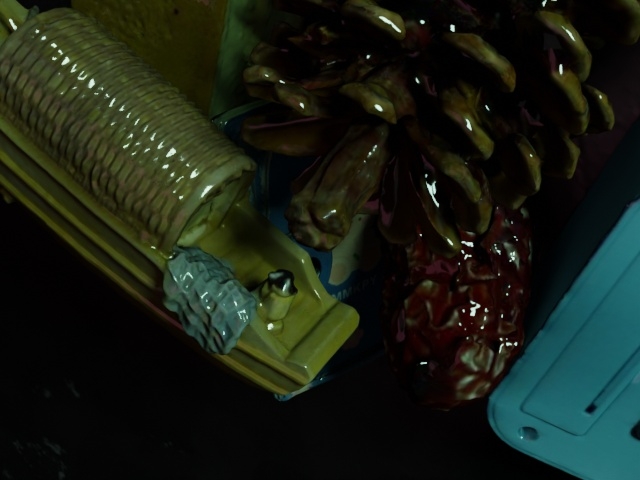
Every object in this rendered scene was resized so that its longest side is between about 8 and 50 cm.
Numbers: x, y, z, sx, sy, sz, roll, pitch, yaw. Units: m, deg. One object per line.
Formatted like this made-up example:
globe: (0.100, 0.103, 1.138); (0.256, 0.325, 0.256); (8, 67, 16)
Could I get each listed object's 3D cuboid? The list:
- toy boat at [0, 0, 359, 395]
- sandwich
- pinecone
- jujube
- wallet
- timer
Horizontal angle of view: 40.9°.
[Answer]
toy boat: (-0.107, -0.040, 0.475); (0.310, 0.089, 0.115); (41, 134, 11)
sandwich: (-0.076, -0.150, 0.542); (0.128, 0.122, 0.236); (26, 127, 14)
pinecone: (0.054, -0.086, 0.429); (0.185, 0.168, 0.212); (27, 91, 11)
jujube: (0.078, 0.026, 0.519); (0.104, 0.166, 0.104); (13, 146, 9)
wallet: (0.000, 0.001, 0.569); (0.059, 0.141, 0.202); (36, 138, 46)
timer: (0.250, 0.069, 0.502); (0.250, 0.091, 0.232); (27, 130, 3)
